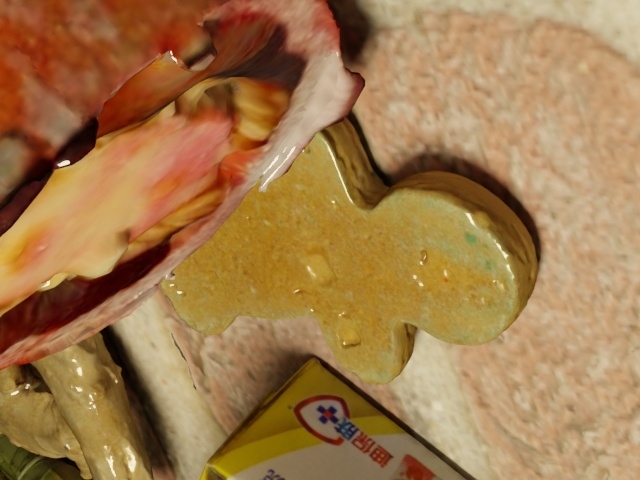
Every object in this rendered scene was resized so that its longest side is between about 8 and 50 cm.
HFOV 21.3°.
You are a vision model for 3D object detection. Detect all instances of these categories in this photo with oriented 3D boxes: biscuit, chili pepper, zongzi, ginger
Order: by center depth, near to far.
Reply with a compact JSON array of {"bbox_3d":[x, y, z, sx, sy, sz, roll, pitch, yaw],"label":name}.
[{"bbox_3d":[-0.164,-0.110,0.695,0.305,0.229,0.251,52,128,5],"label":"chili pepper"},{"bbox_3d":[0.000,0.000,0.812,0.234,0.030,0.153,4,126,39],"label":"biscuit"},{"bbox_3d":[-0.195,0.083,1.037,0.259,0.065,0.149,19,121,37],"label":"ginger"},{"bbox_3d":[-0.193,0.172,1.117,0.113,0.052,0.104,34,138,28],"label":"zongzi"}]

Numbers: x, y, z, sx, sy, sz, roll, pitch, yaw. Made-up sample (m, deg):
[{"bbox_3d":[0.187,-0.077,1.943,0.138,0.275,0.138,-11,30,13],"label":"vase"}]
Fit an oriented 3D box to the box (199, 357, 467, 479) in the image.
[{"bbox_3d":[0.046,0.206,0.895,0.265,0.097,0.168,39,141,9],"label":"box"}]
